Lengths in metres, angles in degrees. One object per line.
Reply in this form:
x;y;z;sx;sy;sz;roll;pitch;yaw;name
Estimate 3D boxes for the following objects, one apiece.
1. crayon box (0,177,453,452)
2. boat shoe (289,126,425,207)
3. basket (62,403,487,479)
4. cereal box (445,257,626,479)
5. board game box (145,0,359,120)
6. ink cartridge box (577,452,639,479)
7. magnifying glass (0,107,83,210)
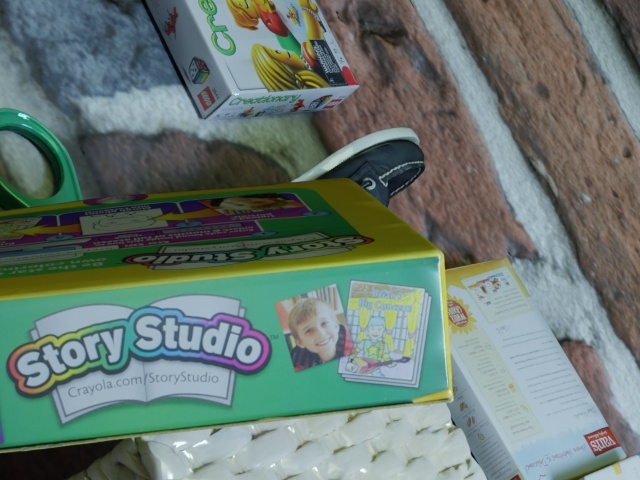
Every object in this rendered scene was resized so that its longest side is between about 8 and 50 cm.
-0.124;0.044;1.229;0.313;0.363;0.106;-130;-145;-76;crayon box
0.002;-0.002;1.660;0.113;0.127;0.340;50;38;11;boat shoe
-0.032;0.276;1.297;0.331;0.266;0.328;-16;73;-53;basket
0.181;0.135;1.808;0.173;0.047;0.240;-8;64;-50;cereal box
-0.101;-0.264;1.833;0.193;0.053;0.305;-10;69;-50;board game box
0.267;0.268;1.746;0.143;0.090;0.092;-10;68;-48;ink cartridge box
-0.210;-0.011;1.534;0.231;0.026;0.092;57;37;4;magnifying glass
